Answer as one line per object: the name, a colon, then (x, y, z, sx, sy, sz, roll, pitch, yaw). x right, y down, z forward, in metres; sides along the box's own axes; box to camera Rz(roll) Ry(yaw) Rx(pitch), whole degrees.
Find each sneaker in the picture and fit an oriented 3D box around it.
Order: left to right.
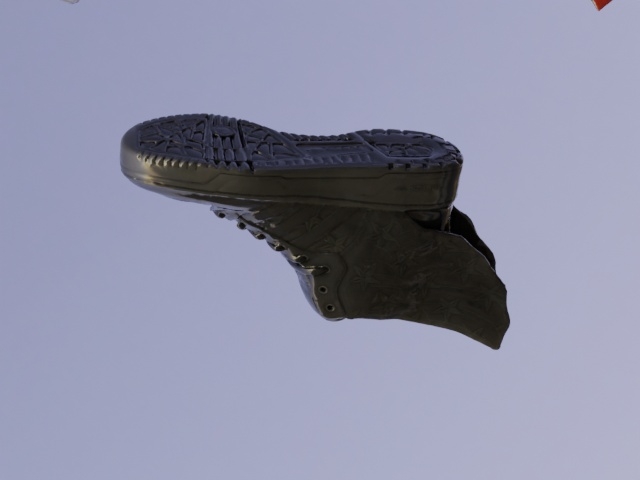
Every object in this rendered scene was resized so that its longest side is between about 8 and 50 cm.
sneaker: (0.000, -0.001, 0.750, 0.170, 0.051, 0.089, 2, -60, -8)

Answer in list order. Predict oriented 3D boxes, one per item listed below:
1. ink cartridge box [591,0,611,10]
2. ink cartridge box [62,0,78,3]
ink cartridge box: (0.131, -0.176, 0.861, 0.063, 0.029, 0.115, -39, -76, -23)
ink cartridge box: (-0.032, -0.235, 0.448, 0.311, 0.065, 0.186, 115, 175, -46)
